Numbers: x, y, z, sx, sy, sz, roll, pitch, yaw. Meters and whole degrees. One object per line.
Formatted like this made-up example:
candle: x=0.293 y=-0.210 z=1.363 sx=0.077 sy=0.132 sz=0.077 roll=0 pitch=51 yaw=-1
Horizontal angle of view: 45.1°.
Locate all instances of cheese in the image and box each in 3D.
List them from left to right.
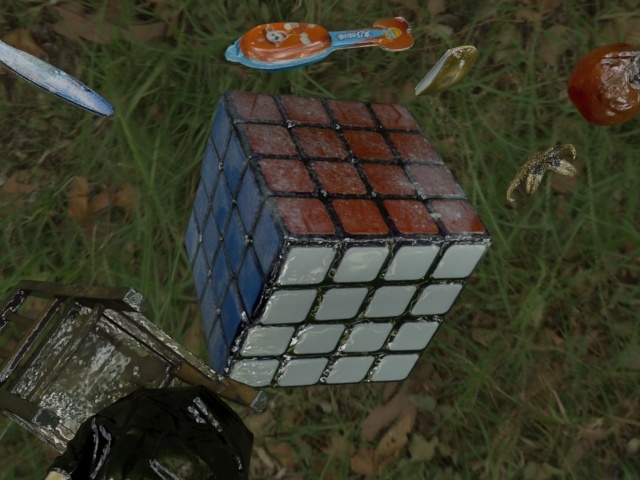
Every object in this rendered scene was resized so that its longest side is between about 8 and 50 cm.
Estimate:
cheese: x=0.000 y=-0.264 z=1.023 sx=0.256 sy=0.106 sz=0.037 roll=-9 pitch=135 yaw=-5

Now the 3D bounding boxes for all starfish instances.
starfish: x=0.529 y=-0.167 z=1.867 sx=0.190 sy=0.146 sz=0.074 roll=-29 pitch=116 yaw=25

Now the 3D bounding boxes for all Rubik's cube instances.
Rubik's cube: x=0.000 y=0.000 z=1.214 sx=0.343 sy=0.344 sz=0.337 roll=1 pitch=135 yaw=-24

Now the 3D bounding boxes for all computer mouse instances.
computer mouse: x=0.304 y=-0.401 z=1.863 sx=0.102 sy=0.199 sz=0.045 roll=-15 pitch=75 yaw=-29

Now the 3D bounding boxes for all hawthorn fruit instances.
hawthorn fruit: x=0.295 y=-0.158 z=0.767 sx=0.081 sy=0.093 sz=0.081 roll=2 pitch=79 yaw=-10

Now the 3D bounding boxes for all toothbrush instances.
toothbrush: x=-0.452 y=-0.268 z=1.057 sx=0.413 sy=0.042 sz=0.035 roll=30 pitch=93 yaw=10

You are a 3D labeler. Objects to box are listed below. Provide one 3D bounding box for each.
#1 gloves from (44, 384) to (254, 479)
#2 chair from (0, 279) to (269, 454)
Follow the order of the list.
gloves: x=-0.137 y=0.204 z=0.597 sx=0.164 sy=0.203 sz=0.124 roll=30 pitch=114 yaw=-12
chair: x=-0.303 y=0.197 z=1.039 sx=0.240 sy=0.416 sz=0.203 roll=43 pitch=66 yaw=-28
